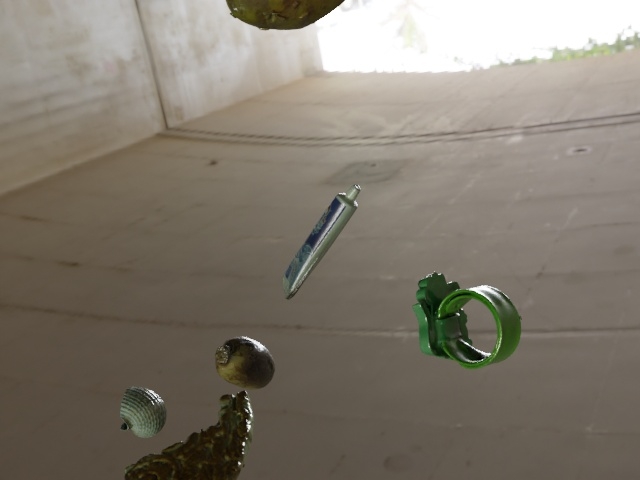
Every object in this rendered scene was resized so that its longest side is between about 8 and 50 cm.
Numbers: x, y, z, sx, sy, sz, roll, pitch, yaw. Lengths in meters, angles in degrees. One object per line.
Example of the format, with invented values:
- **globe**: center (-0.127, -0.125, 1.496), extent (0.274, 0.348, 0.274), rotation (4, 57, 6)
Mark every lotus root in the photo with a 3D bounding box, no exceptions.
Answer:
- **lotus root**: center (-0.134, 0.229, 1.385), extent (0.080, 0.179, 0.089), rotation (30, -98, 32)

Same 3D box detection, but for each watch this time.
- **watch**: center (0.246, 0.129, 1.255), extent (0.131, 0.165, 0.152), rotation (-1, 173, -45)

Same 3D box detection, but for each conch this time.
- **conch**: center (-0.251, 0.244, 1.072), extent (0.056, 0.076, 0.085), rotation (-10, 177, 0)

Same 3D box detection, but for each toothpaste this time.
- **toothpaste**: center (-0.001, -0.001, 1.490), extent (0.047, 0.268, 0.069), rotation (6, -146, -53)

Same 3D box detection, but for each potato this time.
- **potato**: center (-0.044, -0.484, 1.398), extent (0.298, 0.176, 0.141), rotation (-21, -122, -23)

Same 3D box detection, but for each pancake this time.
- **pancake**: center (-0.210, 0.357, 1.070), extent (0.197, 0.054, 0.376), rotation (6, -143, 40)
